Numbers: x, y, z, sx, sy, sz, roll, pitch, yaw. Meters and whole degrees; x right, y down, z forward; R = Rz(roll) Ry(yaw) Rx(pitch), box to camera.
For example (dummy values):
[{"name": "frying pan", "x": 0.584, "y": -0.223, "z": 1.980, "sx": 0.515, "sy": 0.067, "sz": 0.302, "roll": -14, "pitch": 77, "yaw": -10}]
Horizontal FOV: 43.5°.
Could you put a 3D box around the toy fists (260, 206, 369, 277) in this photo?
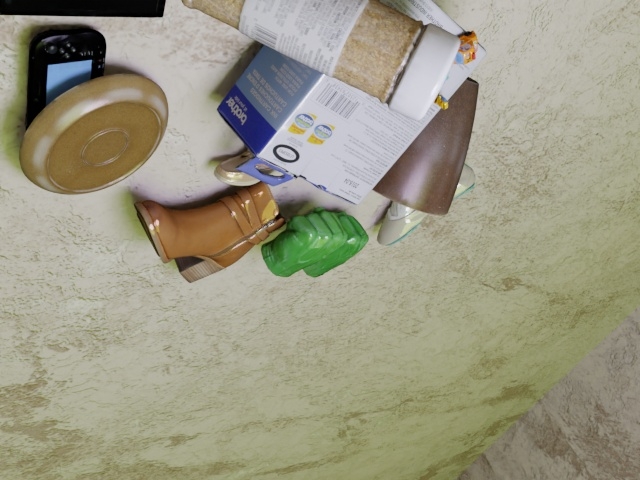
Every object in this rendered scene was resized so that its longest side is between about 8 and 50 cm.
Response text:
[{"name": "toy fists", "x": 0.000, "y": 0.000, "z": 1.562, "sx": 0.142, "sy": 0.096, "sz": 0.279, "roll": -29, "pitch": 165, "yaw": 20}]

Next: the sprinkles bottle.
[{"name": "sprinkles bottle", "x": 0.000, "y": -0.284, "z": 1.043, "sx": 0.355, "sy": 0.121, "sz": 0.121, "roll": 26, "pitch": 128, "yaw": 0}]

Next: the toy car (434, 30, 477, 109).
[{"name": "toy car", "x": 0.214, "y": -0.257, "z": 1.229, "sx": 0.060, "sy": 0.040, "sz": 0.122, "roll": -19, "pitch": 138, "yaw": -24}]

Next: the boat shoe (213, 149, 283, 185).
[{"name": "boat shoe", "x": -0.105, "y": -0.139, "z": 1.383, "sx": 0.170, "sy": 0.063, "sz": 0.059, "roll": -16, "pitch": 141, "yaw": -37}]

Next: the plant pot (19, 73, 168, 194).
[{"name": "plant pot", "x": -0.322, "y": -0.145, "z": 1.182, "sx": 0.236, "sy": 0.032, "sz": 0.236, "roll": -31, "pitch": 158, "yaw": -14}]

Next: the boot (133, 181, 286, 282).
[{"name": "boot", "x": -0.183, "y": -0.036, "z": 1.401, "sx": 0.220, "sy": 0.109, "sz": 0.283, "roll": -30, "pitch": 148, "yaw": 0}]

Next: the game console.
[{"name": "game console", "x": -0.321, "y": -0.264, "z": 1.073, "sx": 0.213, "sy": 0.044, "sz": 0.361, "roll": -9, "pitch": 140, "yaw": -30}]

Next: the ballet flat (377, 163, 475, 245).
[{"name": "ballet flat", "x": 0.206, "y": -0.088, "z": 1.679, "sx": 0.248, "sy": 0.086, "sz": 0.086, "roll": -37, "pitch": 145, "yaw": 5}]

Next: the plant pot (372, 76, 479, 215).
[{"name": "plant pot", "x": 0.182, "y": -0.196, "z": 1.427, "sx": 0.215, "sy": 0.215, "sz": 0.230, "roll": 8, "pitch": 115, "yaw": -43}]

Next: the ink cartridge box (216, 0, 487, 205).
[{"name": "ink cartridge box", "x": 0.031, "y": -0.228, "z": 1.262, "sx": 0.395, "sy": 0.151, "sz": 0.270, "roll": -51, "pitch": 141, "yaw": 14}]
